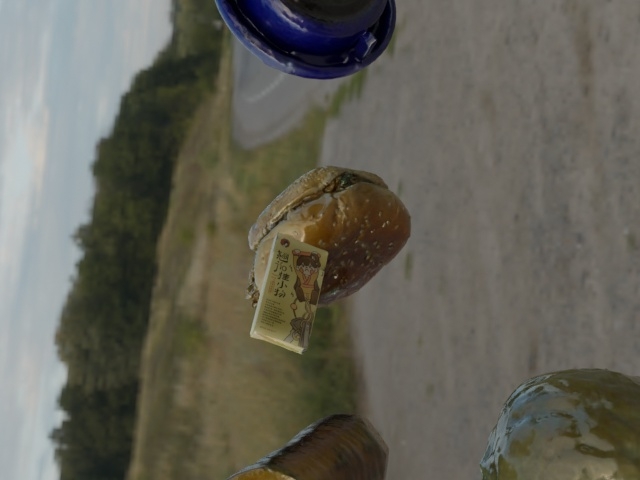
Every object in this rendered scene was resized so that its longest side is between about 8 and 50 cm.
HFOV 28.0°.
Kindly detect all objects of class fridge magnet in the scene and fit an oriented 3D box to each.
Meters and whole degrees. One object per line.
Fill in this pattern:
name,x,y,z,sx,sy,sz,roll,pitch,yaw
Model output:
fridge magnet,-0.017,-0.336,1.704,0.113,0.265,0.265,133,144,-55

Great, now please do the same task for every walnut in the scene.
walnut,0.298,0.246,1.287,0.283,0.282,0.227,-94,8,-54

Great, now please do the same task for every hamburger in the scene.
hamburger,0.000,0.000,1.981,0.243,0.286,0.146,74,170,-59

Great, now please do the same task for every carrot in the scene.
carrot,-0.009,0.263,1.403,0.302,0.114,0.114,-12,-69,-66

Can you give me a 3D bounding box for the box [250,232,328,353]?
box,-0.037,0.063,1.583,0.020,0.073,0.149,131,155,-56
